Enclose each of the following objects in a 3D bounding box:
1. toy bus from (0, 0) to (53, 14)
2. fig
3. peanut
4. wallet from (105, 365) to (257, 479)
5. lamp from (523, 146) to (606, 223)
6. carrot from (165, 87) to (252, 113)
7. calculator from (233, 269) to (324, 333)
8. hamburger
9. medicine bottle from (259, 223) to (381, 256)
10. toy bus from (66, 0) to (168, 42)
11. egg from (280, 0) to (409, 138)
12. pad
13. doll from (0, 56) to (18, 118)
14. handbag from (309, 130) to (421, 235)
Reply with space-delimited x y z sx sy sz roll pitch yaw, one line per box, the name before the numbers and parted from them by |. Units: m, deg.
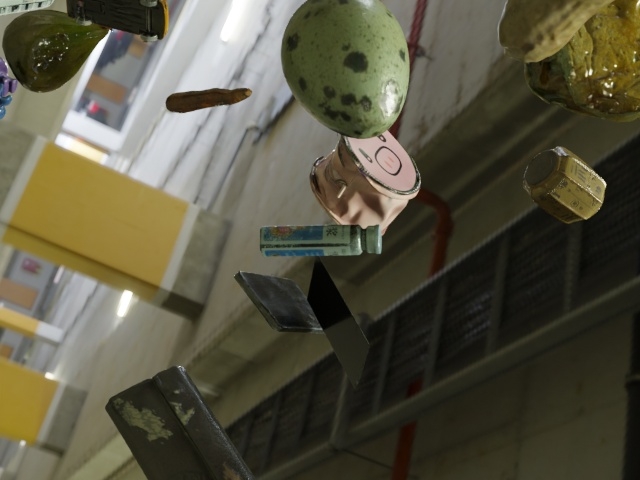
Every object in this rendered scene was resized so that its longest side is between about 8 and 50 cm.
toy bus | -0.586 -0.476 1.756 0.193 0.087 0.089 -23 150 -39
fig | -0.434 -0.329 1.561 0.184 0.133 0.126 -21 -163 -9
peanut | 0.291 -0.293 1.078 0.214 0.099 0.100 -38 -150 38
wallet | -0.256 0.387 1.734 0.170 0.321 0.044 -28 153 -20
lamp | 0.609 -0.138 2.328 0.161 0.185 0.161 -38 -146 32
carrot | -0.179 -0.229 1.498 0.165 0.036 0.036 -4 -128 25
calculator | -0.074 0.134 1.977 0.021 0.161 0.261 -45 156 14
hamburger | 0.505 -0.354 1.707 0.134 0.265 0.285 162 -58 -72
medicine bottle | 0.000 0.000 1.471 0.051 0.191 0.051 0 90 -82
toy bus | -0.303 -0.361 1.420 0.074 0.162 0.070 -68 170 -48
egg | 0.039 -0.242 1.295 0.177 0.177 0.228 -49 -125 46
pad | 0.032 0.164 1.889 0.243 0.004 0.164 60 -26 33
doll | -0.598 -0.264 1.646 0.067 0.109 0.206 121 -25 -50
handbag | 0.076 -0.106 1.541 0.116 0.179 0.205 -44 -174 31
